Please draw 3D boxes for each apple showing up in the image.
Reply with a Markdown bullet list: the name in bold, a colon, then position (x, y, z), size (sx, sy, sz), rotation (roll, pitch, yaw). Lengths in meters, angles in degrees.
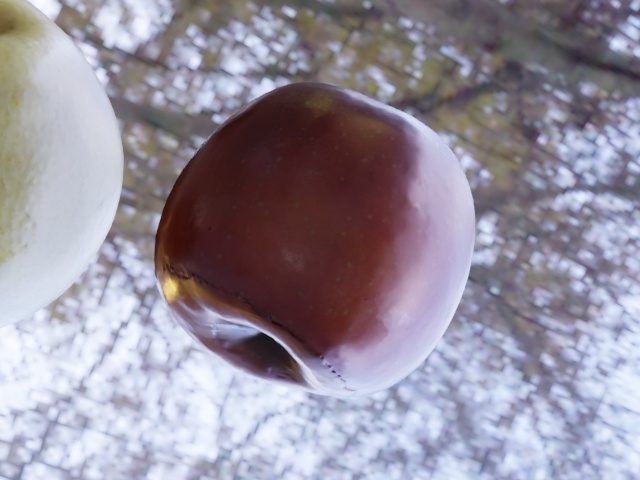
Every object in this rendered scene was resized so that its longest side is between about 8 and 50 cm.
- **apple**: position (0.000, 0.000, 1.038), size (0.181, 0.181, 0.168), rotation (13, -114, 49)

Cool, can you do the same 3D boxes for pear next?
- **pear**: position (-0.319, -0.077, 1.564), size (0.309, 0.309, 0.309), rotation (-23, -125, 39)
